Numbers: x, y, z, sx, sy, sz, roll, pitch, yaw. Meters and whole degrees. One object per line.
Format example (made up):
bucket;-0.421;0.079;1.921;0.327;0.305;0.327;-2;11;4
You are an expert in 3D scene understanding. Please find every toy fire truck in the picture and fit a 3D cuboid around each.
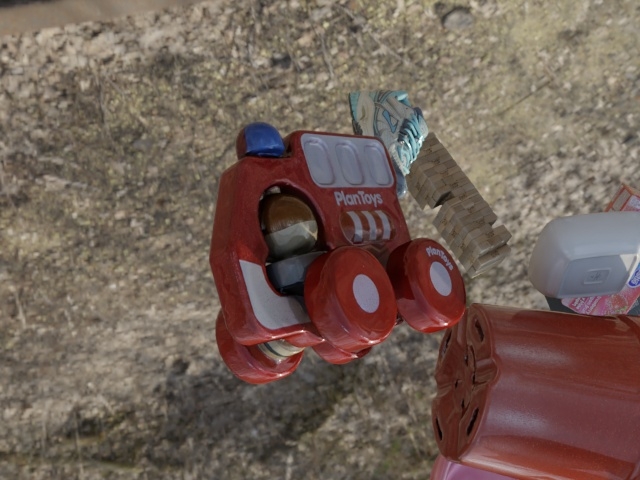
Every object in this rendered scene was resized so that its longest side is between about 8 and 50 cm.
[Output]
toy fire truck;0.000;0.000;0.821;0.169;0.254;0.302;-27;165;39

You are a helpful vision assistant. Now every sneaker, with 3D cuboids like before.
sneaker;0.120;-0.174;1.272;0.122;0.283;0.110;-12;131;2

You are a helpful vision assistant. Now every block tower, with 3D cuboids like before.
block tower;0.280;-0.088;1.683;0.097;0.335;0.091;-23;157;-26

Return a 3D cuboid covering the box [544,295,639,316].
box;0.630;0.180;1.732;0.184;0.261;0.103;-24;-178;-34

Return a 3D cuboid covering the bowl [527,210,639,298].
bowl;0.352;0.028;1.012;0.142;0.053;0.142;-4;142;-3

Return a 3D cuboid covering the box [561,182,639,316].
box;0.590;0.031;1.536;0.257;0.122;0.128;-62;176;18

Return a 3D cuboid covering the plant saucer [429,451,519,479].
plant saucer;0.300;0.481;1.303;0.332;0.332;0.084;5;151;-33

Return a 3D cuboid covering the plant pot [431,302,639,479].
plant pot;0.299;0.200;0.995;0.265;0.272;0.272;12;139;-9
